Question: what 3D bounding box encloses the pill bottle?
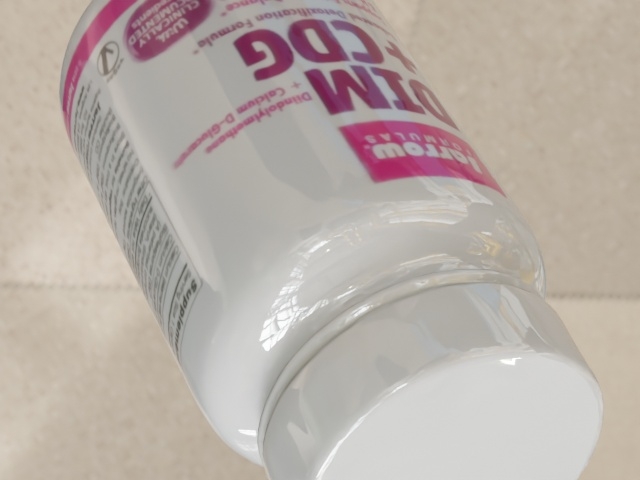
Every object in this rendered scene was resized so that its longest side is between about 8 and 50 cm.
[{"bbox_3d":[0.000,0.000,0.876,0.160,0.283,0.160,-17,137,-16],"label":"pill bottle"}]
